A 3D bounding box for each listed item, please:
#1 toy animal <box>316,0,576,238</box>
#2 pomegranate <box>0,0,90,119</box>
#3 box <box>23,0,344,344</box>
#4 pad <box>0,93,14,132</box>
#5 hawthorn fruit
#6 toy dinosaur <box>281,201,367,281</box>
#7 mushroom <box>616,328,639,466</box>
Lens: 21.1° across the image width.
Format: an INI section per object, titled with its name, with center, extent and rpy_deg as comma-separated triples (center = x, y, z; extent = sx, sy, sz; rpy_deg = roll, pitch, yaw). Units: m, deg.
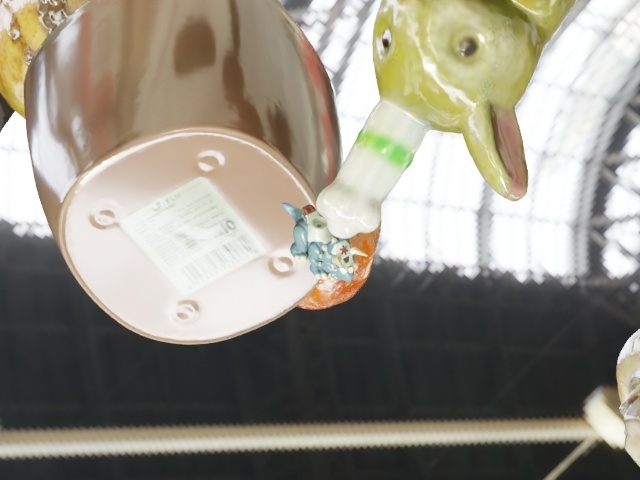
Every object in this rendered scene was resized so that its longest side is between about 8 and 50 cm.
[toy animal]
center = 0.109, -0.179, 1.331
extent = 0.180, 0.181, 0.363
rpy_deg = 55, -128, -47
[pomegranate]
center = -0.216, -0.235, 1.739
extent = 0.281, 0.281, 0.281
rpy_deg = 29, -149, -19
[box]
center = -0.116, -0.061, 1.542
extent = 0.301, 0.301, 0.216
rpy_deg = 23, -147, -27
[pad]
center = -0.458, -0.215, 1.856
extent = 0.300, 0.202, 0.005
rpy_deg = 34, 171, -2
[hawthorn fruit]
center = -0.011, -0.008, 2.068
extent = 0.189, 0.189, 0.189
rpy_deg = 29, -149, -19
[toy dinosaur]
center = 0.000, 0.000, 1.372
extent = 0.030, 0.047, 0.083
rpy_deg = -28, -127, -31
[mushroom]
center = 0.451, 0.207, 2.060
extent = 0.184, 0.255, 0.255
rpy_deg = -40, -101, -24
